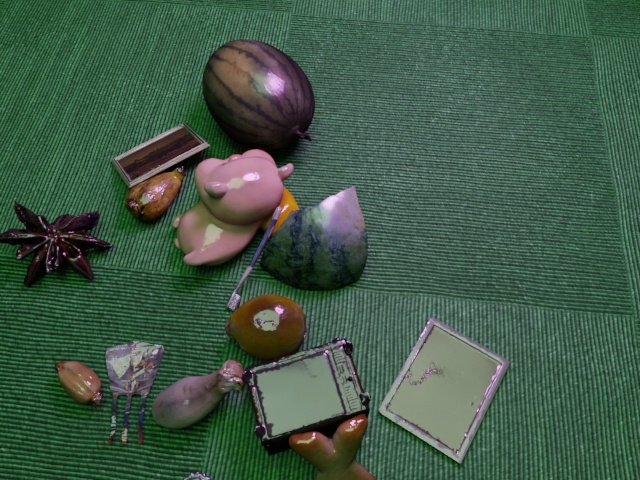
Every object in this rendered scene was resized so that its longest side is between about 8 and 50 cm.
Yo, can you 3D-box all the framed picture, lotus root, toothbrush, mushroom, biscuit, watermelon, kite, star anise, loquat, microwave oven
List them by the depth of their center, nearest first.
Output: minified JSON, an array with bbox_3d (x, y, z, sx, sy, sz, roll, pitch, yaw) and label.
[{"bbox_3d":[0.032,0.461,1.167,0.164,0.208,0.047,-16,28,-9],"label":"biscuit"},{"bbox_3d":[-0.032,0.335,1.241,0.247,0.178,0.188,-14,65,-7],"label":"microwave oven"},{"bbox_3d":[-0.270,0.342,1.260,0.225,0.093,0.116,-29,48,23],"label":"mushroom"},{"bbox_3d":[-0.554,0.330,1.312,0.150,0.062,0.073,34,75,18],"label":"lotus root"},{"bbox_3d":[0.290,0.341,1.324,0.216,0.016,0.273,30,66,15],"label":"framed picture"},{"bbox_3d":[-0.444,0.351,1.326,0.141,0.015,0.245,-4,58,0],"label":"kite"},{"bbox_3d":[-0.127,0.203,1.334,0.195,0.152,0.152,5,61,-6],"label":"loquat"},{"bbox_3d":[-0.163,0.046,1.414,0.026,0.024,0.288,28,93,8],"label":"toothbrush"},{"bbox_3d":[0.000,0.000,1.425,0.255,0.260,0.176,16,48,-9],"label":"watermelon"},{"bbox_3d":[-0.681,0.001,1.464,0.282,0.129,0.212,-2,67,-10],"label":"star anise"},{"bbox_3d":[-0.441,-0.130,1.547,0.108,0.094,0.190,41,63,12],"label":"lotus root"},{"bbox_3d":[-0.165,-0.396,1.582,0.279,0.279,0.359,-38,69,-18],"label":"watermelon"},{"bbox_3d":[-0.459,-0.251,1.611,0.252,0.014,0.197,-32,42,-16],"label":"framed picture"}]

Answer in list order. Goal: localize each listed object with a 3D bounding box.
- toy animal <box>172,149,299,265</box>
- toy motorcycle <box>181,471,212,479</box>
[{"bbox_3d":[-0.241,-0.121,1.448,0.345,0.247,0.278,-27,65,-14],"label":"toy animal"},{"bbox_3d":[-0.334,0.587,1.149,0.270,0.106,0.159,-15,66,-20],"label":"toy motorcycle"}]
